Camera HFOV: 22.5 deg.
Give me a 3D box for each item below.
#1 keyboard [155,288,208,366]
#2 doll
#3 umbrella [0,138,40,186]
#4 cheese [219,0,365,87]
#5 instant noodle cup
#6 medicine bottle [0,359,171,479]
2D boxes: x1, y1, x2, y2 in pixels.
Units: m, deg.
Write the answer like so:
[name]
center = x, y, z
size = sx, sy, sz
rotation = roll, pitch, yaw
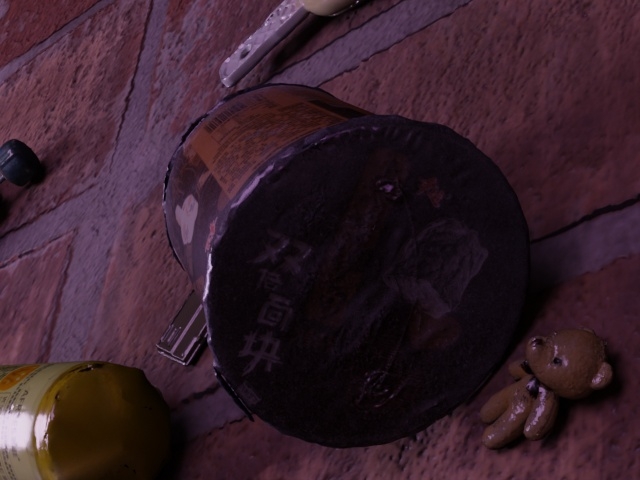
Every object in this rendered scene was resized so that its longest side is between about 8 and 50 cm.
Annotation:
[keyboard]
center = -0.085, 0.042, 1.300
size = 0.049, 0.015, 0.129
rotation = 19, 73, 50
[doll]
center = 0.135, 0.092, 0.972
size = 0.061, 0.051, 0.093
rotation = -97, 25, -48
[umbrella]
center = -0.434, 0.014, 1.680
size = 0.349, 0.094, 0.143
rotation = -41, 38, 11
[cheese]
center = 0.001, -0.227, 1.426
size = 0.251, 0.054, 0.127
rotation = -43, 30, 13
[instant noodle cup]
center = 0.000, 0.000, 1.071
size = 0.217, 0.217, 0.207
rotation = -50, 26, 2
[medicine bottle]
center = -0.217, 0.154, 1.256
size = 0.239, 0.124, 0.124
rotation = -8, 52, 46
